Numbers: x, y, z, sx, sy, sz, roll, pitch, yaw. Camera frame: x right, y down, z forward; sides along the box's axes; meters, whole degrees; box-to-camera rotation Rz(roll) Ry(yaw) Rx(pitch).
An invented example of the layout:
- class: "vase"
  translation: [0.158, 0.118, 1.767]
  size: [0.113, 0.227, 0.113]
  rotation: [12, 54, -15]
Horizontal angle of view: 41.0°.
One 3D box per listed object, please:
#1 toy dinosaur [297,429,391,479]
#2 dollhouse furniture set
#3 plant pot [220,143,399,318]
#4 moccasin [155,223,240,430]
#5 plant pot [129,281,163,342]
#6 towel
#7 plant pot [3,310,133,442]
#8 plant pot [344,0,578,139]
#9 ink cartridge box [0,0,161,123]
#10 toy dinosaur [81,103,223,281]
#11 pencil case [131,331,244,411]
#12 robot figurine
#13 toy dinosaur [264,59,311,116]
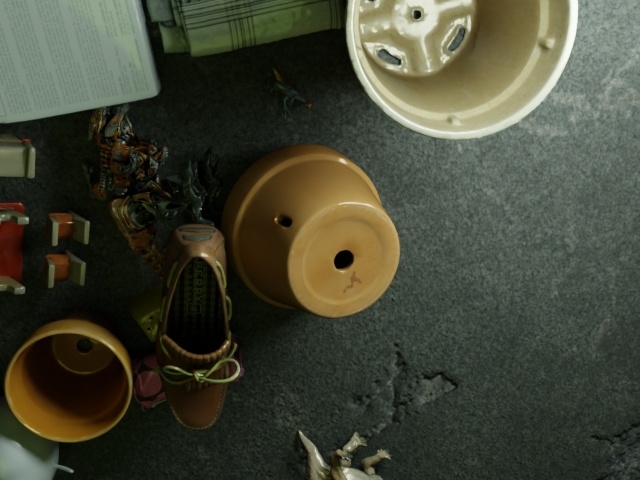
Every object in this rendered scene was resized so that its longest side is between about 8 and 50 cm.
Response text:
- class: "toy dinosaur"
  translation: [0.055, 0.501, 1.674]
  size: [0.295, 0.127, 0.200]
  rotation: [31, 108, -9]
- class: "dollhouse furniture set"
  translation: [-0.532, -0.041, 1.414]
  size: [0.262, 0.135, 0.259]
  rotation: [-2, 106, -35]
- class: "plant pot"
  translation: [0.000, 0.000, 1.432]
  size: [0.290, 0.203, 0.291]
  rotation: [-8, 111, -22]
- class: "moccasin"
  translation: [-0.202, 0.164, 1.422]
  size: [0.139, 0.147, 0.380]
  rotation: [6, 117, -10]
- class: "plant pot"
  translation: [-0.292, 0.136, 1.536]
  size: [0.081, 0.083, 0.081]
  rotation: [-31, 108, 2]
- class: "towel"
  translation: [-0.135, -0.472, 1.388]
  size: [0.324, 0.056, 0.312]
  rotation: [-11, 108, -3]
- class: "plant pot"
  translation: [-0.425, 0.214, 1.489]
  size: [0.205, 0.188, 0.205]
  rotation: [-2, 108, -7]
- class: "plant pot"
  translation: [0.180, -0.349, 1.332]
  size: [0.333, 0.305, 0.334]
  rotation: [-2, 108, -7]
- class: "ink cartridge box"
  translation: [-0.475, -0.349, 1.348]
  size: [0.384, 0.091, 0.308]
  rotation: [-11, 117, -3]
- class: "toy dinosaur"
  translation: [-0.287, -0.080, 1.465]
  size: [0.218, 0.164, 0.322]
  rotation: [-10, 127, 11]
- class: "pencil case"
  translation: [-0.244, 0.239, 1.571]
  size: [0.209, 0.095, 0.098]
  rotation: [-17, 77, -1]
- class: "robot figurine"
  translation: [-0.620, 0.390, 1.511]
  size: [0.353, 0.200, 0.300]
  rotation: [-14, 91, -3]
- class: "toy dinosaur"
  translation: [-0.050, -0.259, 1.472]
  size: [0.082, 0.047, 0.090]
  rotation: [7, 96, -28]
